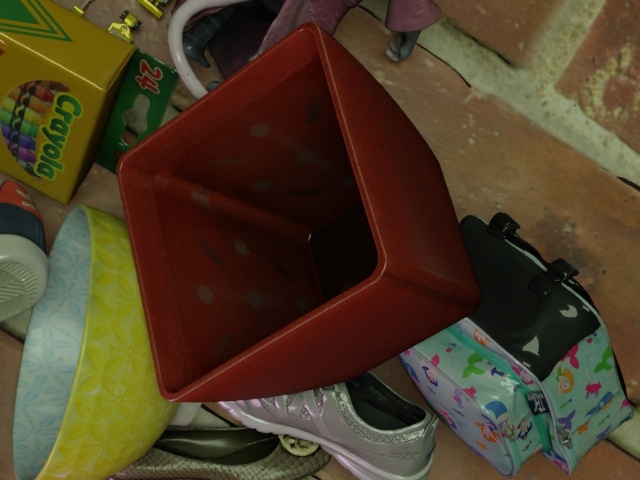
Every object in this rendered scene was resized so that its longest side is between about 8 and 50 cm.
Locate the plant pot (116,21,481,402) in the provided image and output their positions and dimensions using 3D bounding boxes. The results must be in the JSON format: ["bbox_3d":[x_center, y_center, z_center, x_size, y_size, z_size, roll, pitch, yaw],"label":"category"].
[{"bbox_3d":[0.000,0.000,1.392,0.267,0.236,0.267,-32,58,29],"label":"plant pot"}]

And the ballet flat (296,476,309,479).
[{"bbox_3d":[0.007,0.364,1.580,0.073,0.080,0.232,-5,89,-32],"label":"ballet flat"}]

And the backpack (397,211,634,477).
[{"bbox_3d":[0.201,0.126,1.506,0.191,0.253,0.225,-45,48,-5],"label":"backpack"}]

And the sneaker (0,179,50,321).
[{"bbox_3d":[-0.443,0.039,1.546,0.350,0.131,0.148,-17,48,10],"label":"sneaker"}]

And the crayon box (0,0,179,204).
[{"bbox_3d":[-0.321,-0.166,1.512,0.318,0.202,0.081,27,49,-2],"label":"crayon box"}]

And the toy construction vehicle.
[{"bbox_3d":[-0.216,-0.267,1.616,0.086,0.035,0.098,36,87,-12],"label":"toy construction vehicle"}]

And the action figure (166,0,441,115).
[{"bbox_3d":[0.002,-0.300,1.525,0.370,0.276,0.248,-36,83,8],"label":"action figure"}]

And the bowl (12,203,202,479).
[{"bbox_3d":[-0.200,0.120,1.483,0.156,0.289,0.289,13,85,-21],"label":"bowl"}]

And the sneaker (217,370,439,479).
[{"bbox_3d":[0.002,0.152,1.538,0.281,0.115,0.105,25,42,6],"label":"sneaker"}]

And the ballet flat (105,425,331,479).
[{"bbox_3d":[-0.114,0.221,1.564,0.250,0.084,0.058,-1,115,0],"label":"ballet flat"}]
